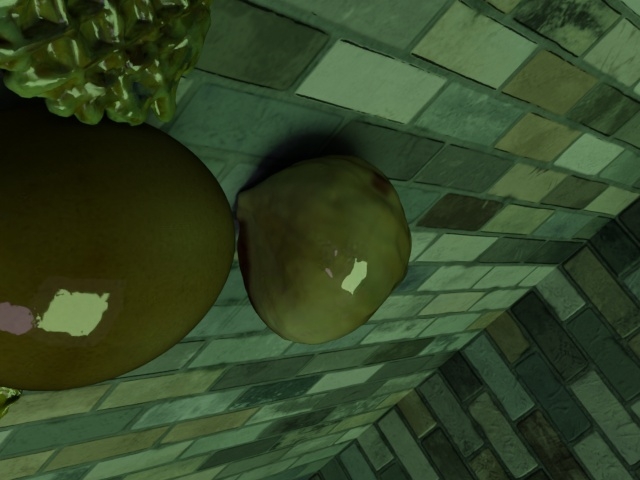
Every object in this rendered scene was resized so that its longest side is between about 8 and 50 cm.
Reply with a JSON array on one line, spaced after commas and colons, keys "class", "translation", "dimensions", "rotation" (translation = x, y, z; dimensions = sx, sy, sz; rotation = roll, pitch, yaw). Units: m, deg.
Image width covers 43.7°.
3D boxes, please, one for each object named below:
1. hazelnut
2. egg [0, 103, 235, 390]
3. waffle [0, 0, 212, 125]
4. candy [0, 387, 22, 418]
[{"class": "hazelnut", "translation": [0.000, 0.000, 1.054], "dimensions": [0.261, 0.241, 0.261], "rotation": [-54, 177, -4]}, {"class": "egg", "translation": [-0.218, 0.004, 0.721], "dimensions": [0.322, 0.250, 0.250], "rotation": [-4, 142, -50]}, {"class": "waffle", "translation": [-0.156, -0.186, 0.601], "dimensions": [0.223, 0.054, 0.204], "rotation": [13, 105, -58]}, {"class": "candy", "translation": [-0.381, 0.115, 0.817], "dimensions": [0.106, 0.199, 0.094], "rotation": [19, 92, -40]}]
